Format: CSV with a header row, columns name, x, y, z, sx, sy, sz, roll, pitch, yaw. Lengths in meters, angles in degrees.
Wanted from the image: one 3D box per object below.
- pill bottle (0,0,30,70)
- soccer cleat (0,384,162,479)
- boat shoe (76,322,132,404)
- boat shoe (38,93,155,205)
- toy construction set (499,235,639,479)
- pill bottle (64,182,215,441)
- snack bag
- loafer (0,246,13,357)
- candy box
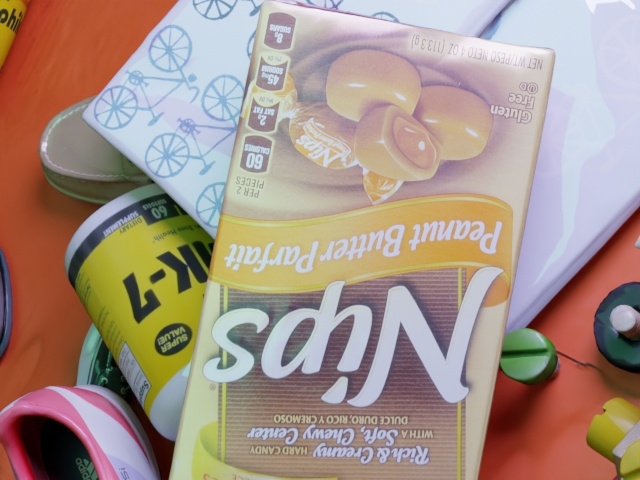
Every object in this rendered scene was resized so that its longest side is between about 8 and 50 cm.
name,x,y,z,sx,sy,sz,roll,pitch,yaw
pill bottle,-0.310,-0.234,1.156,0.117,0.117,0.215,20,86,31
soccer cleat,-0.125,0.240,0.908,0.108,0.116,0.318,-36,73,11
boat shoe,-0.166,0.121,1.023,0.040,0.049,0.142,12,86,19
boat shoe,-0.105,-0.091,1.017,0.302,0.098,0.109,-3,75,27
toy construction set,0.245,0.105,0.695,0.257,0.237,0.309,-35,63,15
pill bottle,-0.089,0.069,0.950,0.119,0.119,0.208,-42,64,12
snack bag,0.058,-0.090,0.888,0.342,0.037,0.323,44,94,9
loafer,-0.340,-0.012,1.128,0.096,0.084,0.268,-29,64,18
candy box,0.026,0.025,0.820,0.182,0.087,0.317,11,87,5
